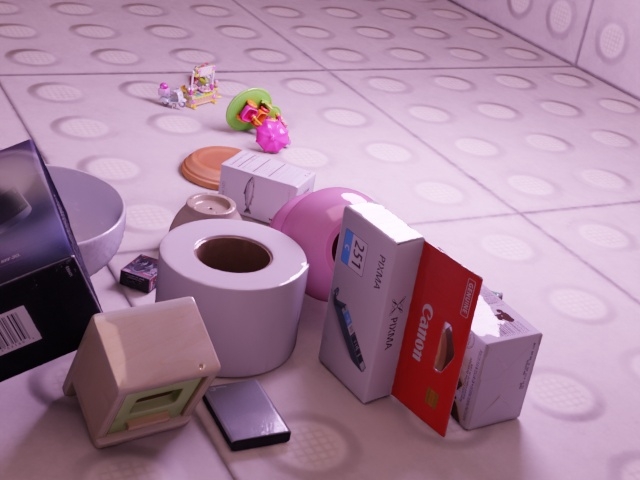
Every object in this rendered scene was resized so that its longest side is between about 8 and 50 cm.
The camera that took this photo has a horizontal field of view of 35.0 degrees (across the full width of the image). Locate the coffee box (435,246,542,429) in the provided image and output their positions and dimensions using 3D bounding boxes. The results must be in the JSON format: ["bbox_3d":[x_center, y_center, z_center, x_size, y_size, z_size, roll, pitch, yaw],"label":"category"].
[{"bbox_3d":[0.216,0.154,1.694,0.119,0.168,0.297,-7,30,-28],"label":"coffee box"}]

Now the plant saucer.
[{"bbox_3d":[-0.219,-0.170,2.331,0.200,0.037,0.200,7,27,-3],"label":"plant saucer"}]

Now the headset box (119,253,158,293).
[{"bbox_3d":[-0.322,0.062,1.850,0.062,0.032,0.083,17,26,15],"label":"headset box"}]

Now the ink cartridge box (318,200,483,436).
[{"bbox_3d":[0.113,0.125,1.572,0.066,0.296,0.261,-12,34,-34],"label":"ink cartridge box"}]

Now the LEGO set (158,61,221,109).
[{"bbox_3d":[-0.327,-0.441,2.747,0.132,0.107,0.287,14,27,9],"label":"LEGO set"}]

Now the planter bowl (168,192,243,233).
[{"bbox_3d":[-0.217,-0.026,1.970,0.162,0.109,0.162,7,28,-4],"label":"planter bowl"}]

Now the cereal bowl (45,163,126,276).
[{"bbox_3d":[-0.517,-0.008,1.804,0.339,0.141,0.339,8,26,-4],"label":"cereal bowl"}]

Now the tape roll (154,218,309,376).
[{"bbox_3d":[-0.153,0.092,1.694,0.246,0.169,0.246,8,27,-4],"label":"tape roll"}]

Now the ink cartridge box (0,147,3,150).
[{"bbox_3d":[-0.722,-0.158,2.085,0.143,0.092,0.090,3,27,-15],"label":"ink cartridge box"}]

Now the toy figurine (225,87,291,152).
[{"bbox_3d":[-0.128,-0.277,2.525,0.173,0.130,0.159,16,29,-49],"label":"toy figurine"}]

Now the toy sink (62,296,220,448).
[{"bbox_3d":[-0.261,0.203,1.456,0.153,0.234,0.131,-9,61,-32],"label":"toy sink"}]

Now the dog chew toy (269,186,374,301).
[{"bbox_3d":[0.000,0.000,1.882,0.207,0.206,0.332,-2,6,-21],"label":"dog chew toy"}]

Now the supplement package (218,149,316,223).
[{"bbox_3d":[-0.116,-0.108,2.167,0.179,0.105,0.105,17,28,17],"label":"supplement package"}]

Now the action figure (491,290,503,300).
[{"bbox_3d":[0.223,0.111,1.903,0.232,0.063,0.137,8,30,5],"label":"action figure"}]

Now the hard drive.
[{"bbox_3d":[-0.114,0.262,1.536,0.094,0.022,0.135,-5,30,-26],"label":"hard drive"}]

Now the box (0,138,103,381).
[{"bbox_3d":[-0.499,0.043,1.464,0.296,0.182,0.294,-23,45,-11],"label":"box"}]
